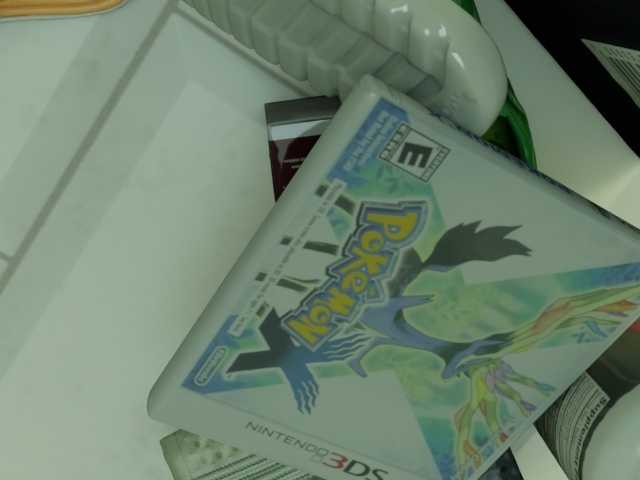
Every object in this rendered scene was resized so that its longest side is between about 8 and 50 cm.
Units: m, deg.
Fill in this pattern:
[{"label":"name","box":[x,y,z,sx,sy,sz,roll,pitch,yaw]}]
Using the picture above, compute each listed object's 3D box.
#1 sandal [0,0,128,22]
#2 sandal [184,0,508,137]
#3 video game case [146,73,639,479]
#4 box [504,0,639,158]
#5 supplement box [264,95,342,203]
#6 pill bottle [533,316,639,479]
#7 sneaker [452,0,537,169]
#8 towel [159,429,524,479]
[{"label":"sandal","box":[-0.286,-0.220,0.670,0.266,0.076,0.101,-6,108,-2]},{"label":"sandal","box":[-0.026,-0.223,0.636,0.416,0.169,0.102,40,64,6]},{"label":"video game case","box":[0.069,0.074,0.656,0.300,0.036,0.329,25,116,-21]},{"label":"box","box":[0.405,-0.244,0.502,0.472,0.480,0.297,-44,107,10]},{"label":"supplement box","box":[0.000,0.000,0.733,0.073,0.130,0.239,-8,107,-2]},{"label":"pill bottle","box":[0.289,0.160,0.705,0.177,0.318,0.176,-2,107,-5]},{"label":"sneaker","box":[0.113,-0.140,0.699,0.109,0.123,0.295,-33,106,7]},{"label":"towel","box":[0.038,0.267,0.817,0.324,0.056,0.312,-23,89,-1]}]
